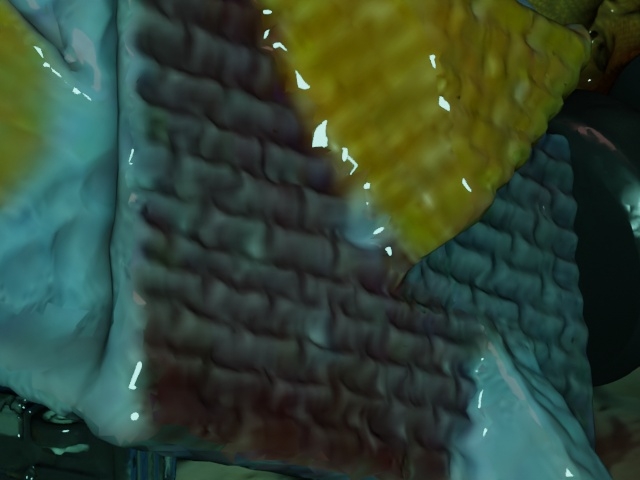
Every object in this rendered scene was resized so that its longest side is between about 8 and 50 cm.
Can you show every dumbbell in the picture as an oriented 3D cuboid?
[{"bbox_3d":[0.183,-0.026,0.993,0.152,0.152,0.218,20,32,38],"label":"dumbbell"}]

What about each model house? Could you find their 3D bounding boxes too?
[{"bbox_3d":[-0.021,-0.028,0.759,0.360,0.297,0.339,20,33,-50],"label":"model house"}]

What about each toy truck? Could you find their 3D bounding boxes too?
[{"bbox_3d":[-0.167,0.095,0.857,0.201,0.074,0.088,7,17,19],"label":"toy truck"}]

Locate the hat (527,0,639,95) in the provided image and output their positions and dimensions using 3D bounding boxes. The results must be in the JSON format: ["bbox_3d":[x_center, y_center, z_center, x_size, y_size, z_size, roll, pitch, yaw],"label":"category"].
[{"bbox_3d":[0.184,-0.153,1.244,0.233,0.244,0.233,16,15,18],"label":"hat"}]
